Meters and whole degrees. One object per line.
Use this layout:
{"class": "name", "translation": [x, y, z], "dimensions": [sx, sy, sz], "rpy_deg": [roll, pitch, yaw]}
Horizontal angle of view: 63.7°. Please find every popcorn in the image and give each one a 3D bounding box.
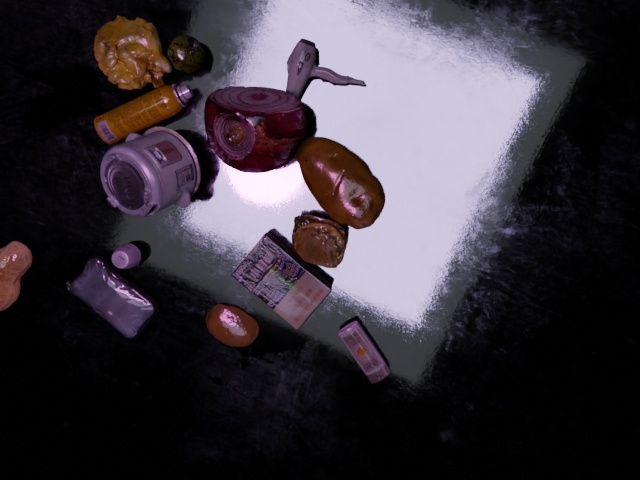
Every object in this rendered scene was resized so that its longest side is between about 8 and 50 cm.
{"class": "popcorn", "translation": [-0.615, -0.608, 1.707], "dimensions": [0.266, 0.192, 0.233], "rpy_deg": [34, 83, 1]}

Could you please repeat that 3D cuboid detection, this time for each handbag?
{"class": "handbag", "translation": [-0.777, 0.211, 1.922], "dimensions": [0.332, 0.075, 0.191], "rpy_deg": [40, 104, -5]}

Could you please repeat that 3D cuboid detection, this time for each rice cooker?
{"class": "rice cooker", "translation": [-0.553, -0.227, 1.712], "dimensions": [0.316, 0.316, 0.264], "rpy_deg": [44, 127, -3]}

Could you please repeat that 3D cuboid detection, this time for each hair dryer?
{"class": "hair dryer", "translation": [-0.014, -0.508, 1.725], "dimensions": [0.267, 0.092, 0.229], "rpy_deg": [34, 109, -11]}

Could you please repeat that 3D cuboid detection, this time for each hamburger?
{"class": "hamburger", "translation": [0.000, 0.000, 1.777], "dimensions": [0.206, 0.130, 0.183], "rpy_deg": [18, 129, 20]}

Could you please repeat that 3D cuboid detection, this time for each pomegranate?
{"class": "pomegranate", "translation": [-0.463, -0.625, 1.729], "dimensions": [0.161, 0.122, 0.122], "rpy_deg": [19, 103, 37]}

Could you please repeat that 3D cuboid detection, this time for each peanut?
{"class": "peanut", "translation": [-1.182, 0.142, 1.916], "dimensions": [0.149, 0.149, 0.313], "rpy_deg": [28, 97, 0]}

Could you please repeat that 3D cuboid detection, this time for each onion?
{"class": "onion", "translation": [-0.213, -0.342, 1.663], "dimensions": [0.336, 0.282, 0.260], "rpy_deg": [10, 120, 7]}

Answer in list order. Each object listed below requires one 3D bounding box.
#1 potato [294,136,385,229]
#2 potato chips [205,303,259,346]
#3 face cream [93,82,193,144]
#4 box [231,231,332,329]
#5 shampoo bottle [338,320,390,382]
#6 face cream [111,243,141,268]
{"class": "potato", "translation": [0.063, -0.199, 1.732], "dimensions": [0.369, 0.176, 0.195], "rpy_deg": [49, 142, 4]}
{"class": "potato chips", "translation": [-0.333, 0.320, 1.906], "dimensions": [0.201, 0.049, 0.150], "rpy_deg": [32, 96, 5]}
{"class": "face cream", "translation": [-0.598, -0.445, 1.769], "dimensions": [0.348, 0.105, 0.105], "rpy_deg": [-22, 97, 9]}
{"class": "box", "translation": [-0.133, 0.141, 1.837], "dimensions": [0.310, 0.084, 0.198], "rpy_deg": [40, 101, -3]}
{"class": "shampoo bottle", "translation": [0.160, 0.405, 1.868], "dimensions": [0.086, 0.056, 0.227], "rpy_deg": [-32, 96, 11]}
{"class": "face cream", "translation": [-0.706, 0.060, 1.871], "dimensions": [0.091, 0.095, 0.091], "rpy_deg": [1, 101, 6]}
